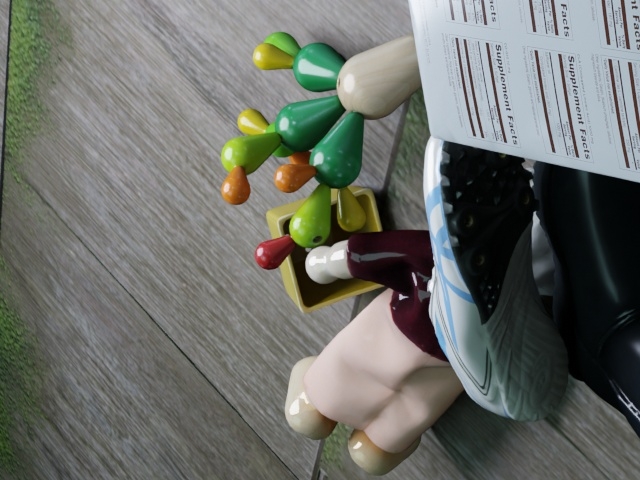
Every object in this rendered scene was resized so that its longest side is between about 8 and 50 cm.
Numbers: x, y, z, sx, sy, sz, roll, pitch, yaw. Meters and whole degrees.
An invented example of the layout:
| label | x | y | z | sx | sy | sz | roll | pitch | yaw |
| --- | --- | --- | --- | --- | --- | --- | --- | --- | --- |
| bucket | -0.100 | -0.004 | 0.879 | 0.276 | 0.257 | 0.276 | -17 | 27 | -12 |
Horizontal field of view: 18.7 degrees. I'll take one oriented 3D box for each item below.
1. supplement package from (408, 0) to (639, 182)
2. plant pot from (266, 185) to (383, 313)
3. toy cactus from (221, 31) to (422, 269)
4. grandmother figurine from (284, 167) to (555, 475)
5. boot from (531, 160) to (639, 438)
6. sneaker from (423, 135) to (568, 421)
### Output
| label | x | y | z | sx | sy | sz | roll | pitch | yaw |
| --- | --- | --- | --- | --- | --- | --- | --- | --- | --- |
| supplement package | 0.186 | -0.140 | 1.072 | 0.203 | 0.194 | 0.149 | 16 | 125 | 49 |
| plant pot | 0.000 | 0.000 | 1.547 | 0.083 | 0.082 | 0.081 | -147 | 41 | -68 |
| toy cactus | 0.010 | -0.085 | 1.425 | 0.180 | 0.219 | 0.112 | -30 | 123 | 23 |
| grandmother figurine | 0.086 | 0.054 | 1.430 | 0.208 | 0.104 | 0.342 | 24 | 142 | -15 |
| boot | 0.223 | 0.047 | 1.204 | 0.207 | 0.094 | 0.246 | 50 | 154 | 47 |
| sneaker | 0.098 | 0.020 | 1.244 | 0.086 | 0.085 | 0.237 | 19 | 139 | 40 |
